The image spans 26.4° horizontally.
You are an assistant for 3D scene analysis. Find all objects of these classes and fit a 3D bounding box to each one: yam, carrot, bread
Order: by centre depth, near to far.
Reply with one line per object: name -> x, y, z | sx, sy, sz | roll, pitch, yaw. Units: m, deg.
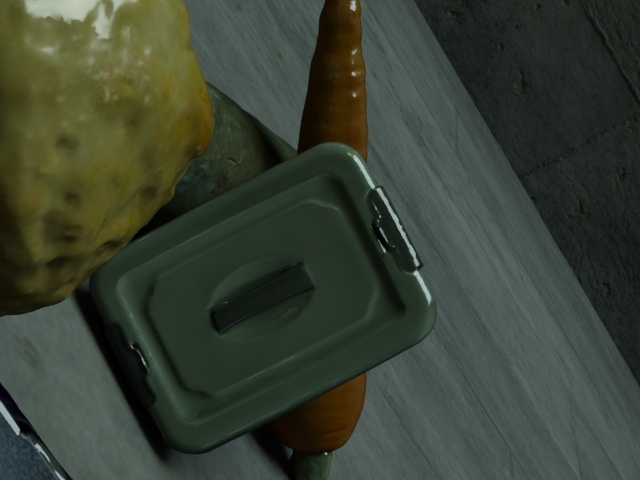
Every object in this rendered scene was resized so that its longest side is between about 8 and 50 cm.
bread -> -0.131, -0.096, 0.552 | 0.244, 0.134, 0.244 | 48, -32, 45
carrot -> 0.000, 0.000, 0.853 | 0.069, 0.069, 0.336 | -51, 145, -73
yam -> -0.051, -0.025, 0.900 | 0.259, 0.106, 0.106 | 37, 29, -56

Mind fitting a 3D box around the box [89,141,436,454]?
box -> -0.031, 0.032, 0.773 | 0.124, 0.172, 0.093 | 64, 0, 1

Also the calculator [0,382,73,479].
calculator -> -0.138, 0.119, 0.522 | 0.274, 0.028, 0.166 | 57, 19, -10
